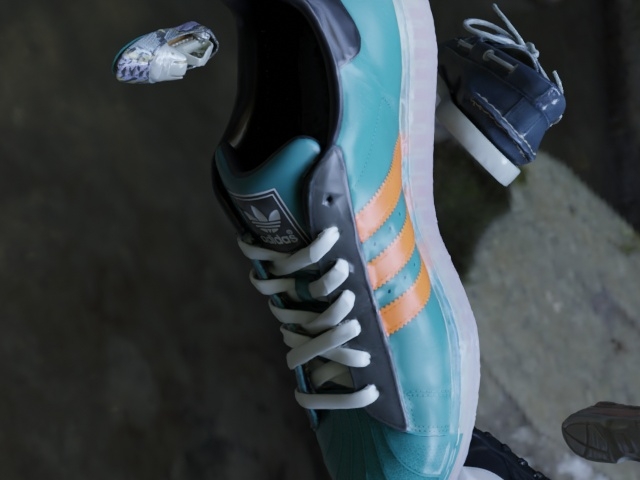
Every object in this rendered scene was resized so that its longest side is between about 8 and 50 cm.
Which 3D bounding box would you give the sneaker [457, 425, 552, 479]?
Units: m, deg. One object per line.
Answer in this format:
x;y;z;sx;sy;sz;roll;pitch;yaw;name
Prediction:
0.158;0.181;1.023;0.217;0.121;0.079;61;-8;16;sneaker

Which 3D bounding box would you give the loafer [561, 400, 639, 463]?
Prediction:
0.206;0.118;0.888;0.039;0.125;0.045;-36;115;-34;loafer

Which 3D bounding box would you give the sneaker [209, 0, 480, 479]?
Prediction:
0.000;0.000;0.745;0.121;0.108;0.302;-8;91;-48;sneaker

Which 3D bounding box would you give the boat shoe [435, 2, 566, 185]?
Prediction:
0.124;-0.112;1.035;0.095;0.079;0.254;46;12;-8;boat shoe

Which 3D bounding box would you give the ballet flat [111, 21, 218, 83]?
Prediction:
-0.111;-0.141;1.094;0.114;0.041;0.041;-36;108;-56;ballet flat
